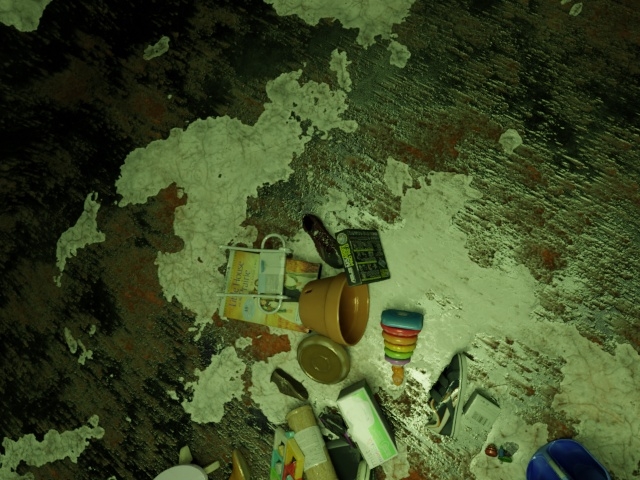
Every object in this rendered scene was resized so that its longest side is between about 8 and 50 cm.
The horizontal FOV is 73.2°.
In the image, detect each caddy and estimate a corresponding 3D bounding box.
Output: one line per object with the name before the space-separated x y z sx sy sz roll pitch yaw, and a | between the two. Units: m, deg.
caddy | 0.842 0.821 1.442 0.241 0.341 0.179 -41 94 5

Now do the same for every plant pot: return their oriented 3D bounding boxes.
plant pot | 0.005 0.498 1.767 0.237 0.032 0.236 7 111 19
plant pot | 0.048 0.263 1.725 0.204 0.291 0.290 1 84 30

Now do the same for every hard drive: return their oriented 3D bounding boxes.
hard drive | 0.069 0.905 1.748 0.255 0.054 0.171 -19 80 11

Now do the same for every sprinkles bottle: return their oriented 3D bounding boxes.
sprinkles bottle | -0.027 0.837 1.687 0.121 0.121 0.355 -32 57 8

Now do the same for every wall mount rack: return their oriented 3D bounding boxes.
wall mount rack | -0.270 0.133 1.812 0.305 0.130 0.349 1 82 13

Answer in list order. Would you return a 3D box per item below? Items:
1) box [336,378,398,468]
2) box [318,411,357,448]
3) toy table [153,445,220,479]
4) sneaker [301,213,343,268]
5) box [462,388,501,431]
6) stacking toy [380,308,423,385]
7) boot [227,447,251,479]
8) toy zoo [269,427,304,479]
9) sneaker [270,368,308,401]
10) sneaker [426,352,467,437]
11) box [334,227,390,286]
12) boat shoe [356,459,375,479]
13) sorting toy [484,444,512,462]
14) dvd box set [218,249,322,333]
box | 0.174 0.690 1.650 0.127 0.231 0.261 -28 77 0
box | 0.072 0.753 1.711 0.162 0.116 0.029 20 56 34
toy table | -0.576 1.025 1.834 0.275 0.161 0.251 -16 80 11
sneaker | 0.000 0.000 1.808 0.106 0.162 0.281 -39 77 7
box | 0.610 0.641 1.632 0.101 0.087 0.101 32 91 15
stacking toy | 0.312 0.433 1.710 0.166 0.175 0.301 5 99 14
boot | -0.390 1.048 1.808 0.212 0.104 0.294 -21 87 1
toy zoo | -0.135 0.890 1.712 0.192 0.030 0.292 26 112 53
sneaker | -0.134 0.627 1.832 0.188 0.066 0.071 37 110 20
sneaker | 0.480 0.586 1.649 0.128 0.126 0.320 9 87 8
box | 0.171 0.064 1.705 0.060 0.270 0.216 -20 80 31
boat shoe | 0.217 1.058 1.616 0.156 0.187 0.498 -7 96 7
sorting toy | 0.673 0.797 1.624 0.102 0.061 0.042 18 54 8
dvd box set | -0.221 0.217 1.889 0.422 0.062 0.307 9 85 14
